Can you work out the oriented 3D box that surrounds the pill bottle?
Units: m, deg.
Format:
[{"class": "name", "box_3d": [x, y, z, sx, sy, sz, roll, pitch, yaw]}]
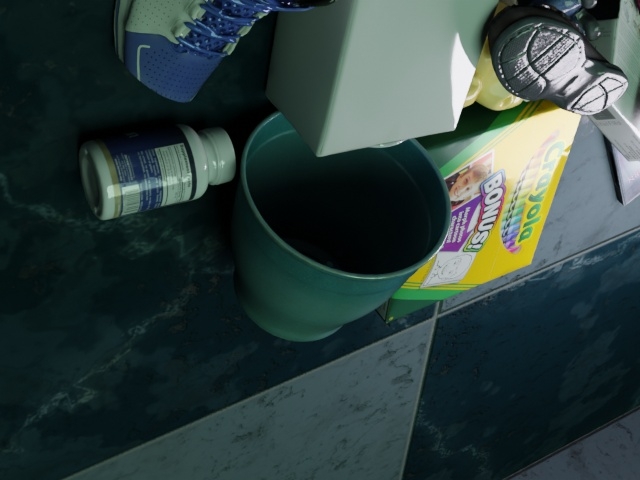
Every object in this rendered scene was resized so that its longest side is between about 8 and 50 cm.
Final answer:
[{"class": "pill bottle", "box_3d": [-0.191, -0.087, 1.040, 0.170, 0.094, 0.094, -15, 138, -28]}]

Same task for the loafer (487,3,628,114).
[{"class": "loafer", "box_3d": [0.287, -0.237, 1.108, 0.109, 0.095, 0.303, -39, 150, 29]}]

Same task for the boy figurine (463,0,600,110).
[{"class": "boy figurine", "box_3d": [0.255, -0.255, 1.226, 0.285, 0.092, 0.177, -32, 133, -5]}]

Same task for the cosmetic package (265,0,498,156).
[{"class": "cosmetic package", "box_3d": [0.084, -0.299, 0.990, 0.217, 0.156, 0.384, -12, 138, -30]}]

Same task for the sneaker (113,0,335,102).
[{"class": "sneaker", "box_3d": [-0.084, -0.260, 0.866, 0.128, 0.182, 0.315, 9, 123, -43]}]

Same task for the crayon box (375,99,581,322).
[{"class": "crayon box", "box_3d": [0.231, -0.067, 1.401, 0.313, 0.106, 0.362, -19, 139, -23]}]

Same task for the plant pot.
[{"class": "plant pot", "box_3d": [0.000, 0.000, 1.172, 0.272, 0.271, 0.255, -15, 152, -28]}]

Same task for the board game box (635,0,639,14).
[{"class": "board game box", "box_3d": [0.572, -0.494, 1.233, 0.347, 0.056, 0.208, -40, 139, -1]}]

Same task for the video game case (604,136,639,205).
[{"class": "video game case", "box_3d": [0.636, -0.196, 1.669, 0.196, 0.026, 0.274, -38, 143, 1]}]

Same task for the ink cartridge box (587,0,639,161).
[{"class": "ink cartridge box", "box_3d": [0.482, -0.280, 1.372, 0.275, 0.060, 0.238, 25, 71, -51]}]
